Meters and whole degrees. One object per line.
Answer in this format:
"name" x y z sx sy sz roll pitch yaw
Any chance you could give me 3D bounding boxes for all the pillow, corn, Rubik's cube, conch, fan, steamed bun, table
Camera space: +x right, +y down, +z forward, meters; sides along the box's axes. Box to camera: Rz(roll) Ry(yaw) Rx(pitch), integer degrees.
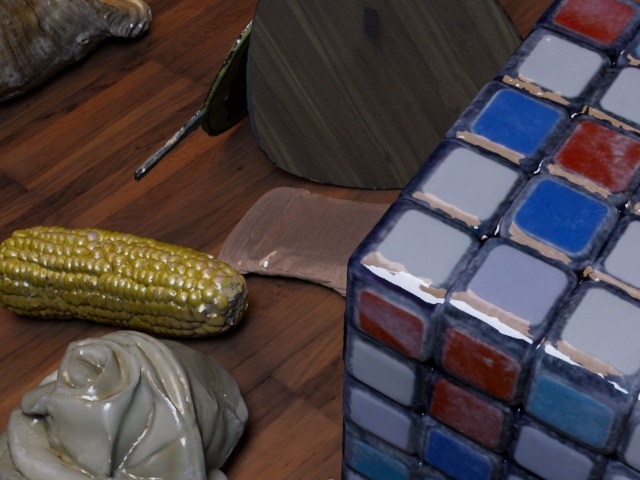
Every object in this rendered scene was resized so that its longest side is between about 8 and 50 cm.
"pillow" 0.001 -0.002 1.248 0.211 0.034 0.135 10 50 36
"corn" -0.198 0.040 1.233 0.292 0.101 0.101 7 45 32
"Rubik's cube" 0.203 0.064 0.808 0.287 0.292 0.293 27 58 20
"conch" -0.416 -0.292 1.672 0.210 0.352 0.297 -55 36 30
"fan" -0.085 -0.175 1.376 0.011 0.229 0.335 40 64 9
"steamed bun" -0.172 0.158 1.036 0.218 0.144 0.211 -20 38 1
"table" 0.086 -0.222 1.342 0.317 0.317 0.249 0 29 24

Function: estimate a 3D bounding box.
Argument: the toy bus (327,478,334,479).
"toy bus" -0.073 0.262 0.905 0.237 0.094 0.079 -26 31 -10
